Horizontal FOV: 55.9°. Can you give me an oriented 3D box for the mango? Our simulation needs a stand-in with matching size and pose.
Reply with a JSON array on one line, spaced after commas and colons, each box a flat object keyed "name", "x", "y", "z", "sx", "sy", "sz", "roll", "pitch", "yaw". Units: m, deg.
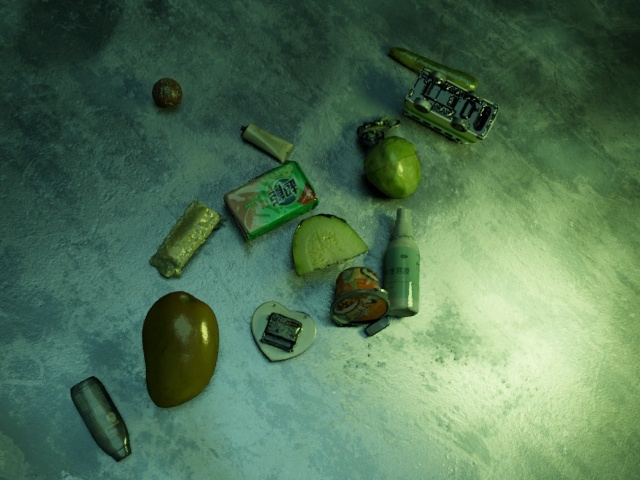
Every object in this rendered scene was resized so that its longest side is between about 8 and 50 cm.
[{"name": "mango", "x": -0.387, "y": 0.298, "z": 1.660, "sx": 0.212, "sy": 0.173, "sz": 0.317, "roll": 4, "pitch": 74, "yaw": -8}]

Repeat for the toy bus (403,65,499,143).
[{"name": "toy bus", "x": 0.448, "y": -0.456, "z": 2.118, "sx": 0.306, "sy": 0.179, "sz": 0.143, "roll": 27, "pitch": 80, "yaw": 2}]

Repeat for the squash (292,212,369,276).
[{"name": "squash", "x": 0.000, "y": 0.000, "z": 1.863, "sx": 0.237, "sy": 0.204, "sz": 0.154, "roll": -16, "pitch": 95, "yaw": -16}]

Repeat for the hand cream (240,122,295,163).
[{"name": "hand cream", "x": -0.183, "y": -0.333, "z": 2.024, "sx": 0.186, "sy": 0.054, "sz": 0.087, "roll": 29, "pitch": 61, "yaw": -5}]

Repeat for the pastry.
[{"name": "pastry", "x": -0.411, "y": -0.009, "z": 1.829, "sx": 0.122, "sy": 0.089, "sz": 0.258, "roll": 29, "pitch": 62, "yaw": 16}]

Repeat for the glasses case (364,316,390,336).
[{"name": "glasses case", "x": 0.175, "y": 0.265, "z": 1.853, "sx": 0.083, "sy": 0.023, "sz": 0.033, "roll": -30, "pitch": 85, "yaw": -18}]

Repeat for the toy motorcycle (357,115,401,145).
[{"name": "toy motorcycle", "x": 0.190, "y": -0.383, "z": 2.093, "sx": 0.124, "sy": 0.061, "sz": 0.193, "roll": 21, "pitch": 46, "yaw": 33}]

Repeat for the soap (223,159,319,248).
[{"name": "soap", "x": -0.157, "y": -0.119, "z": 1.913, "sx": 0.273, "sy": 0.098, "sz": 0.217, "roll": -28, "pitch": 82, "yaw": -17}]

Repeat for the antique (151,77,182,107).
[{"name": "antique", "x": -0.507, "y": -0.488, "z": 1.997, "sx": 0.104, "sy": 0.104, "sz": 0.104, "roll": 4, "pitch": 67, "yaw": -9}]

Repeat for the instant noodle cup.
[{"name": "instant noodle cup", "x": 0.115, "y": 0.159, "z": 1.817, "sx": 0.178, "sy": 0.208, "sz": 0.125, "roll": 39, "pitch": 33, "yaw": -37}]

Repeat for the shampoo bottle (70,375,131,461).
[{"name": "shampoo bottle", "x": -0.581, "y": 0.478, "z": 1.611, "sx": 0.087, "sy": 0.049, "sz": 0.233, "roll": -31, "pitch": 76, "yaw": -22}]

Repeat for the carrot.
[{"name": "carrot", "x": 0.416, "y": -0.638, "z": 2.248, "sx": 0.359, "sy": 0.074, "sz": 0.074, "roll": 25, "pitch": 66, "yaw": 2}]

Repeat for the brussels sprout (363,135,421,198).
[{"name": "brussels sprout", "x": 0.249, "y": -0.241, "z": 1.999, "sx": 0.223, "sy": 0.161, "sz": 0.223, "roll": 13, "pitch": 66, "yaw": -31}]

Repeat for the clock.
[{"name": "clock", "x": -0.115, "y": 0.273, "z": 1.776, "sx": 0.198, "sy": 0.064, "sz": 0.172, "roll": 21, "pitch": 65, "yaw": -1}]

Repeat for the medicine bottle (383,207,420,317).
[{"name": "medicine bottle", "x": 0.259, "y": 0.061, "z": 1.905, "sx": 0.110, "sy": 0.110, "sz": 0.351, "roll": 8, "pitch": 67, "yaw": -7}]
